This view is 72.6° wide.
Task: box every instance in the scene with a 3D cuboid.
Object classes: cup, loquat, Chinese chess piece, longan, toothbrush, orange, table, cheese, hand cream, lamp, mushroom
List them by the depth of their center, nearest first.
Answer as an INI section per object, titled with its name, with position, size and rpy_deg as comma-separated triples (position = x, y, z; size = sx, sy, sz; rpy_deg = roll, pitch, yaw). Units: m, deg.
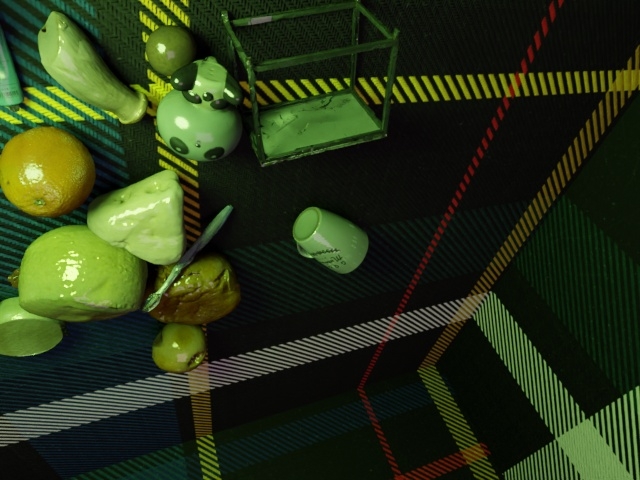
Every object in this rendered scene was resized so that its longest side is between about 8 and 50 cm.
[hand cream]
position = -0.642, -0.356, 0.845
size = 0.083, 0.048, 0.224
rpy_deg = -13, 135, -18
[mushroom]
position = -0.479, -0.341, 0.910
size = 0.096, 0.108, 0.247
rpy_deg = 4, 153, 31
[longan]
position = -0.315, -0.403, 0.932
size = 0.113, 0.092, 0.113
rpy_deg = -36, 150, -25
[orange]
position = -0.608, -0.149, 0.974
size = 0.206, 0.206, 0.206
rpy_deg = -16, 142, -13
[lamp]
position = -0.270, -0.289, 1.002
size = 0.197, 0.198, 0.244
rpy_deg = -5, 156, -26
[table]
position = -0.023, -0.380, 1.023
size = 0.335, 0.222, 0.272
rpy_deg = -17, 143, -13
[cheese]
position = -0.480, -0.043, 1.196
size = 0.251, 0.174, 0.248
rpy_deg = -17, 133, -13
[toothbrush]
position = -0.401, 0.050, 1.327
size = 0.413, 0.035, 0.042
rpy_deg = -53, 180, -14
[Chinese chess piece]
position = -0.929, 0.272, 1.377
size = 0.237, 0.092, 0.238
rpy_deg = -16, 141, -13
[cup]
position = 0.000, 0.000, 1.555
size = 0.258, 0.186, 0.234
rpy_deg = -19, 144, 40
[loquat]
position = -0.543, 0.404, 1.676
size = 0.213, 0.213, 0.213
rpy_deg = -16, 142, -13

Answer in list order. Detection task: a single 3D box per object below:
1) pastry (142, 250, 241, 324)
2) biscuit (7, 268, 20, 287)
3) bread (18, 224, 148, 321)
[pastry]
position = -0.435, 0.173, 1.493
size = 0.356, 0.164, 0.356
rpy_deg = -18, 145, -13
[biscuit]
position = -0.869, 0.116, 1.289
size = 0.092, 0.016, 0.082
rpy_deg = 9, 130, -36
[bread]
position = -0.654, 0.101, 1.224
size = 0.320, 0.237, 0.320
rpy_deg = -1, 153, 0
